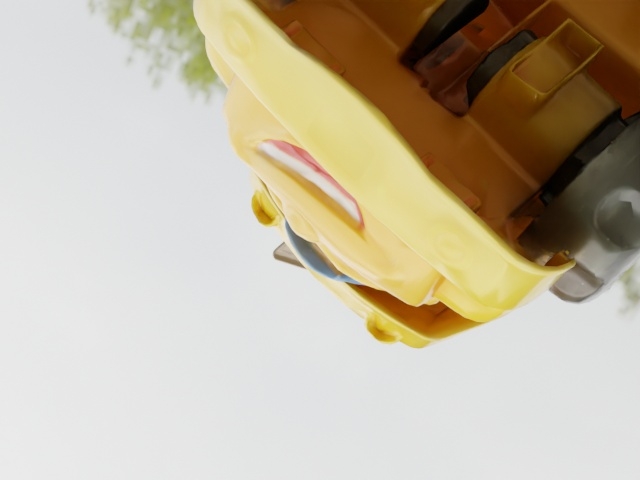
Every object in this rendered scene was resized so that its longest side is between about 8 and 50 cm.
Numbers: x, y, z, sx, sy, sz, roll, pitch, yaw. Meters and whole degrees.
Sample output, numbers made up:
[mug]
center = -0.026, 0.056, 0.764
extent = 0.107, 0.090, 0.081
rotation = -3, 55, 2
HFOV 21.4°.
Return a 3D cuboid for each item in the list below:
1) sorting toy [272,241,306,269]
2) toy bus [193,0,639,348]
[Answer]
[sorting toy]
center = 0.000, 0.000, 1.484
extent = 0.083, 0.062, 0.012
rotation = 19, -149, -53
[toy bus]
center = 0.047, -0.041, 0.544
extent = 0.149, 0.211, 0.220
rotation = 46, -129, 8
